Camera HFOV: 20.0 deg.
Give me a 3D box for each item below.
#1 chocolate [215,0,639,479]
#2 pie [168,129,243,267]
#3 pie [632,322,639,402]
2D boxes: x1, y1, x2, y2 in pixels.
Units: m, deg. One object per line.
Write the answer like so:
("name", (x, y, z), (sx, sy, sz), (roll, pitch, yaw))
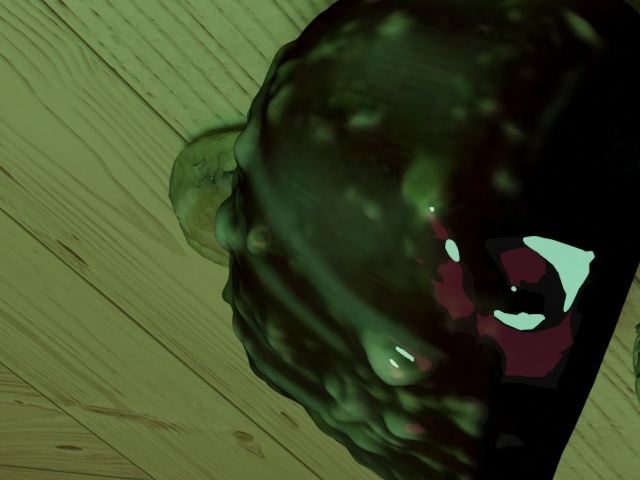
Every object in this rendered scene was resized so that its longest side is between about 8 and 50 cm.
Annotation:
("chocolate", (0.054, -0.004, 0.939), (0.210, 0.225, 0.340), (24, 153, 14))
("pie", (-0.001, 0.003, 1.180), (0.218, 0.052, 0.185), (26, 153, -13))
("pie", (0.340, 0.111, 1.004), (0.340, 0.083, 0.339), (16, 174, 2))
